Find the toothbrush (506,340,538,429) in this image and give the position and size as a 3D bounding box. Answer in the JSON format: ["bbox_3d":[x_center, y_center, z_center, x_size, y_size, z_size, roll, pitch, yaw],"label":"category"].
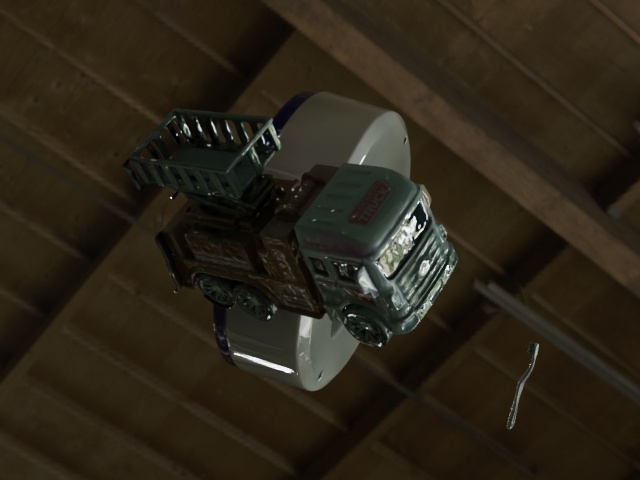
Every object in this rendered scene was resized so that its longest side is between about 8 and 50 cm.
[{"bbox_3d":[0.252,0.183,1.379,0.011,0.013,0.131,-14,-55,-41],"label":"toothbrush"}]

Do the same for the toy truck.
[{"bbox_3d":[-0.017,-0.012,0.653,0.177,0.080,0.115,11,-40,35],"label":"toy truck"}]

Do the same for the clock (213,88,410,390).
[{"bbox_3d":[0.000,0.000,0.869,0.083,0.230,0.230,14,-58,17],"label":"clock"}]
